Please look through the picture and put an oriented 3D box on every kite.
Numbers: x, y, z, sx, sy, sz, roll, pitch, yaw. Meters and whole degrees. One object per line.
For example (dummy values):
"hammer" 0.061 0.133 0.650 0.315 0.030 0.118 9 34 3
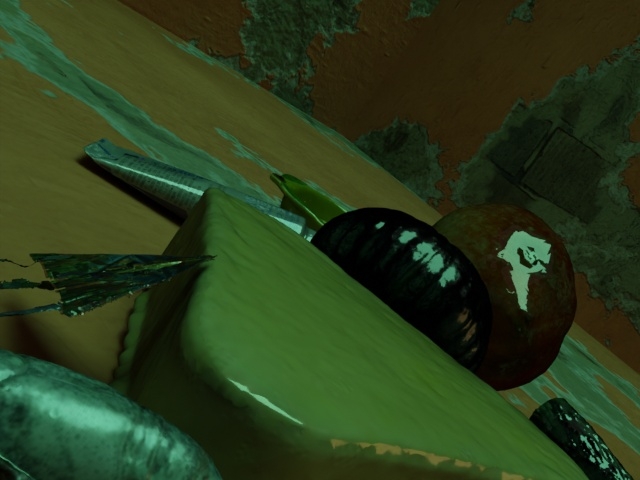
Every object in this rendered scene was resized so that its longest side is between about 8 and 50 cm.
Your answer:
"kite" -0.133 0.021 0.461 0.160 0.010 0.183 -7 11 -22

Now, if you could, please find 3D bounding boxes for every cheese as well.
"cheese" -0.007 0.101 0.559 0.384 0.104 0.384 34 11 -8

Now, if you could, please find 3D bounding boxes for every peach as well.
"peach" 0.205 0.072 1.034 0.232 0.232 0.257 33 1 -18

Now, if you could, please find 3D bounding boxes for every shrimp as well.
"shrimp" -0.143 0.074 0.345 0.233 0.079 0.090 29 8 -11

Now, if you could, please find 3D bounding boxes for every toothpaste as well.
"toothpaste" -0.116 -0.034 0.939 0.299 0.073 0.114 27 12 -7

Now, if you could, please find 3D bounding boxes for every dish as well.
"dish" 0.000 0.000 1.094 0.208 0.080 0.149 35 14 -14

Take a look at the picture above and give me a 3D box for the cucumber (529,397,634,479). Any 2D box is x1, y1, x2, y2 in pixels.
"cucumber" 0.335 0.274 0.996 0.078 0.062 0.211 28 13 -40

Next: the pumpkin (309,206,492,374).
"pumpkin" 0.069 0.063 0.810 0.202 0.140 0.202 34 -26 19
